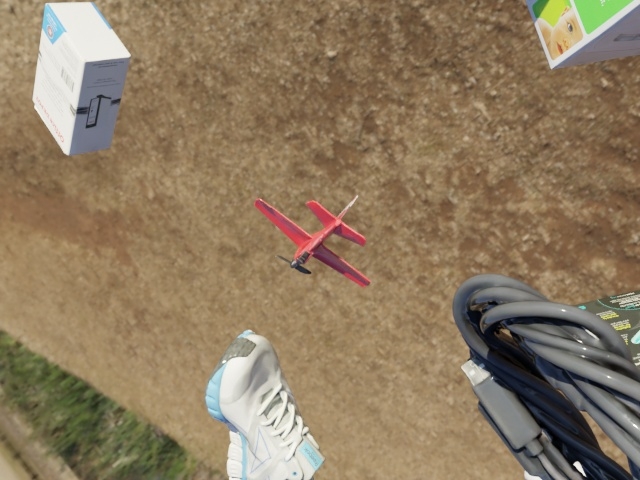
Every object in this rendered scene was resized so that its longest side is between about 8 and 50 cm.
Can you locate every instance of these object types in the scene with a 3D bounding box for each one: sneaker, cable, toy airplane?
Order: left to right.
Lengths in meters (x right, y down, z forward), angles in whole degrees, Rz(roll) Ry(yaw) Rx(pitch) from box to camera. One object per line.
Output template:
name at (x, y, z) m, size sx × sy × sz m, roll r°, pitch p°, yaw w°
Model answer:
sneaker at (-0.034, 0.148, 0.602) m, size 0.082 × 0.071 × 0.191 m, roll 21°, pitch 141°, yaw 28°
toy airplane at (0.000, 0.000, 0.765) m, size 0.151 × 0.028 × 0.151 m, roll 20°, pitch 143°, yaw 16°
cable at (0.129, 0.093, 0.345) m, size 0.184 × 0.047 × 0.150 m, roll 55°, pitch 168°, yaw 22°

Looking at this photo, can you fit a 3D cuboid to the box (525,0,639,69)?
box at (0.257, -0.312, 0.608) m, size 0.231 × 0.126 × 0.262 m, roll 145°, pitch 109°, yaw -68°

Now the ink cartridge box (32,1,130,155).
ink cartridge box at (-0.400, -0.266, 1.254) m, size 0.148 × 0.085 × 0.203 m, roll 53°, pitch 138°, yaw 23°

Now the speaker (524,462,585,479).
speaker at (0.289, 0.281, 0.821) m, size 0.136 × 0.055 × 0.055 m, roll 37°, pitch 149°, yaw 44°

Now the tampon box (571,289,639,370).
tampon box at (0.348, 0.139, 0.824) m, size 0.161 × 0.120 × 0.102 m, roll -117°, pitch 17°, yaw -69°
